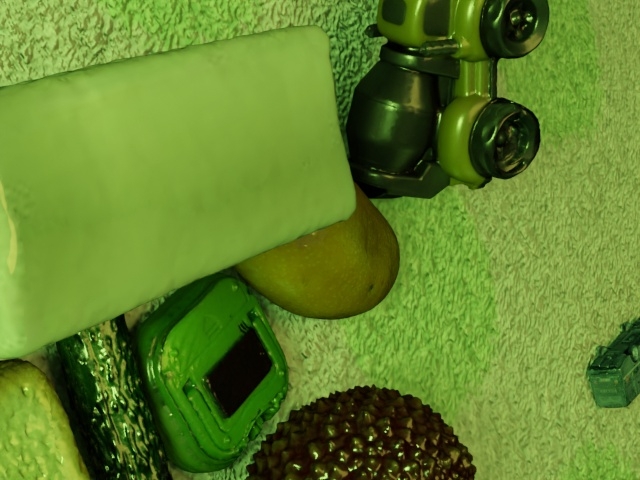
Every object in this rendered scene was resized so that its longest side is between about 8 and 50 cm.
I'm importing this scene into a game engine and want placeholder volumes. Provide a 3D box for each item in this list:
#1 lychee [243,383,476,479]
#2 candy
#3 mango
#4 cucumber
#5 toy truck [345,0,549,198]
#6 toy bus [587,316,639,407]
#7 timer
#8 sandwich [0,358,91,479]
[{"bbox_3d":[0.030,0.195,1.005,0.188,0.188,0.188,18,66,-48],"label":"lychee"},{"bbox_3d":[-0.153,-0.034,0.842,0.358,0.208,0.145,-24,105,-53],"label":"candy"},{"bbox_3d":[0.000,0.000,1.113,0.227,0.099,0.136,22,56,-56],"label":"mango"},{"bbox_3d":[-0.144,0.121,0.927,0.058,0.058,0.187,-19,93,-52],"label":"cucumber"},{"bbox_3d":[0.099,-0.151,1.210,0.165,0.147,0.224,-11,116,-33],"label":"toy truck"},{"bbox_3d":[0.367,0.138,1.567,0.166,0.047,0.065,-29,107,-49],"label":"toy bus"},{"bbox_3d":[-0.082,0.099,1.016,0.140,0.047,0.128,-46,116,-47],"label":"timer"},{"bbox_3d":[-0.233,0.219,0.750,0.288,0.099,0.254,-18,94,-52],"label":"sandwich"}]
